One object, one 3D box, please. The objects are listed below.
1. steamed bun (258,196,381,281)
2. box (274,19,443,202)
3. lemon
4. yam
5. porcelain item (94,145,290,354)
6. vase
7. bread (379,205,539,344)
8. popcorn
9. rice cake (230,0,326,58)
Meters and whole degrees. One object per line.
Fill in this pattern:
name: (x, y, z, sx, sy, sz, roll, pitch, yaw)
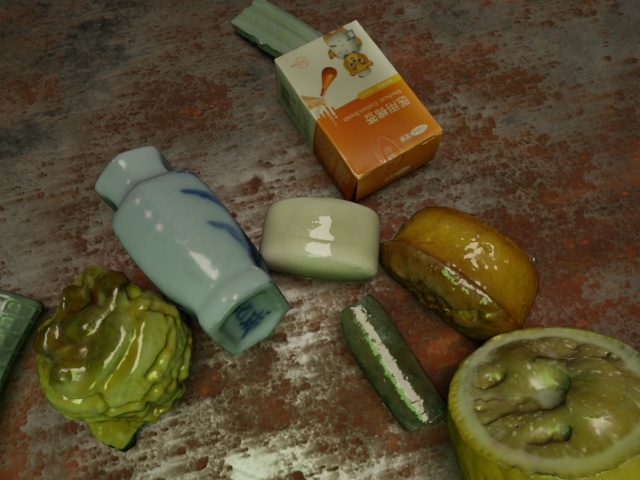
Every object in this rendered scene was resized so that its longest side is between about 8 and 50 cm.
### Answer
steamed bun: (0.000, 0.000, 0.916, 0.241, 0.164, 0.146, 6, 73, 0)
box: (0.076, -0.279, 1.025, 0.225, 0.143, 0.341, -30, 77, -11)
lemon: (0.391, 0.342, 0.742, 0.364, 0.364, 0.364, 1, 72, -2)
yam: (0.131, 0.233, 0.876, 0.106, 0.106, 0.259, -31, 75, -11)
porcelain item: (-0.233, 0.005, 0.835, 0.178, 0.242, 0.405, -42, 61, -11)
vase: (-0.619, 0.239, 0.830, 0.143, 0.143, 0.299, 12, 69, 2)
bread: (0.286, 0.060, 0.899, 0.340, 0.179, 0.194, 39, 74, 10)
popcorn: (-0.361, 0.186, 0.801, 0.293, 0.237, 0.293, -7, 65, 16)
rice cake: (-0.100, -0.502, 1.127, 0.237, 0.043, 0.127, 35, 72, 17)
